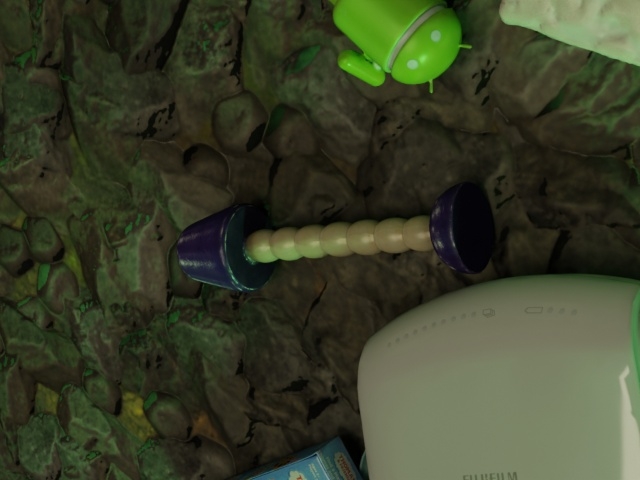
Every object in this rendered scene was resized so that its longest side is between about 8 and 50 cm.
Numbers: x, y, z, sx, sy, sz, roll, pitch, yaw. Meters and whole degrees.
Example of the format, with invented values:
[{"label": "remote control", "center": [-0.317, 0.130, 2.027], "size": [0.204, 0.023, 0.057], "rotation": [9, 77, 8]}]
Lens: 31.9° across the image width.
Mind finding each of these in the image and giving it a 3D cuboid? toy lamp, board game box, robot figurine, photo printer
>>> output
[{"label": "toy lamp", "center": [0.000, 0.000, 0.911], "size": [0.275, 0.080, 0.080], "rotation": [-7, 102, 34]}, {"label": "board game box", "center": [-0.022, 0.282, 1.029], "size": [0.211, 0.039, 0.160], "rotation": [-29, 88, 44]}, {"label": "robot figurine", "center": [0.056, -0.163, 0.827], "size": [0.115, 0.067, 0.101], "rotation": [45, 112, 13]}, {"label": "photo printer", "center": [0.154, 0.180, 0.812], "size": [0.256, 0.107, 0.307], "rotation": [-14, 80, 39]}]

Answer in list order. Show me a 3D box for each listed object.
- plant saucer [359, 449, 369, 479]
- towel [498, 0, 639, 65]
[{"label": "plant saucer", "center": [0.090, 0.211, 0.957], "size": [0.119, 0.021, 0.119], "rotation": [11, 111, 29]}, {"label": "towel", "center": [0.283, -0.248, 0.660], "size": [0.317, 0.053, 0.331], "rotation": [22, 116, 27]}]
